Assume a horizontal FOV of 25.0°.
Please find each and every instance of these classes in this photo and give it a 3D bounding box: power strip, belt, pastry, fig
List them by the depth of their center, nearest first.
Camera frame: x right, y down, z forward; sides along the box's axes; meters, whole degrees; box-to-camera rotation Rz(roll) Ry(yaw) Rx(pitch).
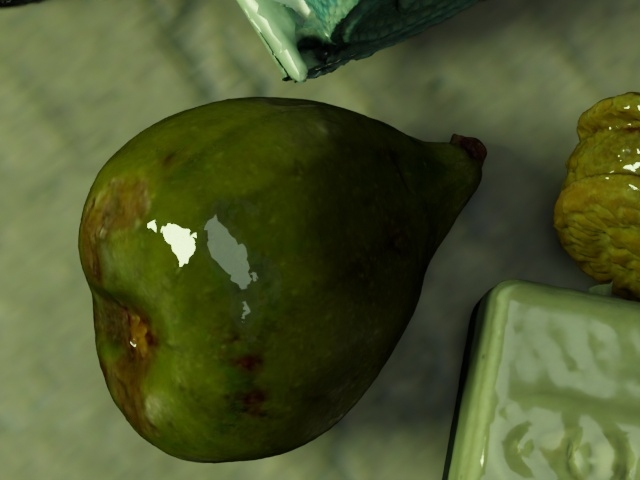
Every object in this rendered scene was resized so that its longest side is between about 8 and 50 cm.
[{"bbox_3d":[0.093,0.139,0.565,0.105,0.070,0.257,12,77,-4],"label":"power strip"},{"bbox_3d":[-0.014,0.008,0.575,0.126,0.185,0.133,-30,85,31],"label":"fig"},{"bbox_3d":[0.055,-0.147,0.582,0.163,0.147,0.082,-26,78,-39],"label":"belt"},{"bbox_3d":[0.143,-0.012,0.585,0.109,0.097,0.057,43,66,-40],"label":"pastry"}]

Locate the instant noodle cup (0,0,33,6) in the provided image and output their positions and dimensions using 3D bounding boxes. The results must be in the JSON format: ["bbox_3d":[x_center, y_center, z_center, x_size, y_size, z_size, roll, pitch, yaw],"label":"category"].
[{"bbox_3d":[-0.142,-0.200,0.536,0.217,0.207,0.218,1,79,-7],"label":"instant noodle cup"}]
